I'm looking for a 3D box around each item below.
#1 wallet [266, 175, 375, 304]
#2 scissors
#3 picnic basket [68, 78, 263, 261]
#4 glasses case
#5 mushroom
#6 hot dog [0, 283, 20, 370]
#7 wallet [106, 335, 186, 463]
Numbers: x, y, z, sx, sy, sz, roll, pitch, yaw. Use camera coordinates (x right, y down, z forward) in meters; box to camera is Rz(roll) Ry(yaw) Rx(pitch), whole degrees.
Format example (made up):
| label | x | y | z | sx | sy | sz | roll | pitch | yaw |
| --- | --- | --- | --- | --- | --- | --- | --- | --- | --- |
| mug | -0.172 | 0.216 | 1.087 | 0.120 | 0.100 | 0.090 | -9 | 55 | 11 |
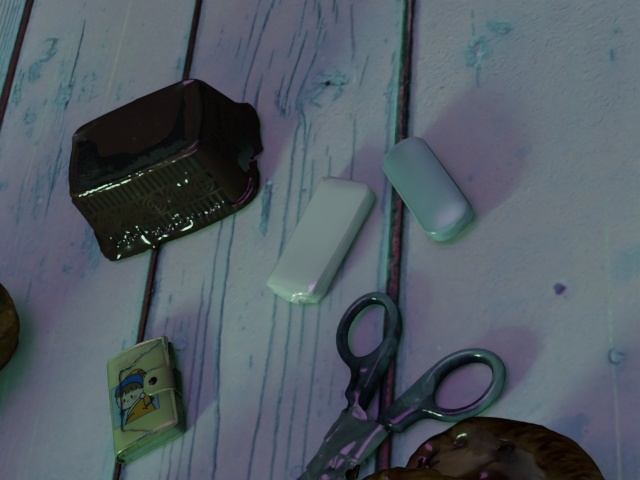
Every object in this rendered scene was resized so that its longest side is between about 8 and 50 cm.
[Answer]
| label | x | y | z | sx | sy | sz | roll | pitch | yaw |
| --- | --- | --- | --- | --- | --- | --- | --- | --- | --- |
| wallet | 0.000 | 0.000 | 1.813 | 0.095 | 0.033 | 0.190 | 10 | 64 | 40 |
| scissors | 0.033 | 0.248 | 1.611 | 0.256 | 0.029 | 0.383 | 26 | 73 | 42 |
| picnic basket | -0.242 | -0.112 | 1.992 | 0.296 | 0.129 | 0.223 | -21 | 51 | 22 |
| glasses case | 0.137 | -0.068 | 1.759 | 0.067 | 0.045 | 0.178 | -36 | 45 | 6 |
| mushroom | 0.157 | 0.296 | 1.376 | 0.283 | 0.195 | 0.263 | 12 | 57 | 21 |
| hot dog | -0.617 | 0.192 | 1.993 | 0.387 | 0.174 | 0.267 | -40 | 43 | 4 |
| wallet | -0.236 | 0.208 | 1.817 | 0.110 | 0.039 | 0.155 | -28 | 48 | 16 |
